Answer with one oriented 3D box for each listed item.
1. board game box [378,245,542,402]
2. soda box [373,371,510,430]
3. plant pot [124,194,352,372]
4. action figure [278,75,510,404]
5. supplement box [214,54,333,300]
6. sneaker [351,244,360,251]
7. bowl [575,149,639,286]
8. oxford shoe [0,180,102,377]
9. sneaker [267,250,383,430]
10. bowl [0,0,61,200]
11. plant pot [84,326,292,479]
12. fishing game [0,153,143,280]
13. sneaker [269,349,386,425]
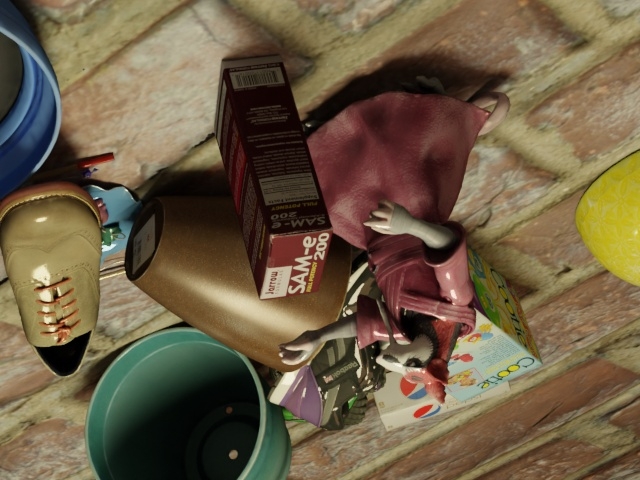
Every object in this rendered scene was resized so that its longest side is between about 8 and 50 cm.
[{"bbox_3d":[0.187,0.107,2.088,0.144,0.142,0.275,-28,147,18],"label":"board game box"},{"bbox_3d":[0.193,0.235,2.362,0.216,0.074,0.069,-19,149,4],"label":"soda box"},{"bbox_3d":[-0.115,0.032,1.794,0.230,0.215,0.215,18,136,-27],"label":"plant pot"},{"bbox_3d":[0.101,0.015,1.685,0.275,0.370,0.248,0,154,-37],"label":"action figure"},{"bbox_3d":[-0.055,-0.070,1.597,0.073,0.239,0.130,-8,148,-14],"label":"supplement box"},{"bbox_3d":[0.000,0.000,1.926,0.073,0.063,0.162,30,119,-36],"label":"sneaker"},{"bbox_3d":[0.517,-0.009,2.046,0.289,0.156,0.289,-11,149,-7],"label":"bowl"},{"bbox_3d":[-0.301,0.049,1.696,0.123,0.130,0.348,-13,155,-9],"label":"oxford shoe"},{"bbox_3d":[0.048,0.133,1.946,0.124,0.107,0.283,32,119,3],"label":"sneaker"},{"bbox_3d":[-0.459,-0.138,1.462,0.391,0.077,0.391,-12,148,-7],"label":"bowl"},{"bbox_3d":[-0.164,0.292,2.122,0.271,0.272,0.255,-22,154,10],"label":"plant pot"},{"bbox_3d":[-0.303,-0.005,1.783,0.189,0.041,0.264,-14,149,-9],"label":"fishing game"},{"bbox_3d":[0.007,0.189,2.146,0.146,0.134,0.343,-6,148,-15],"label":"sneaker"}]
